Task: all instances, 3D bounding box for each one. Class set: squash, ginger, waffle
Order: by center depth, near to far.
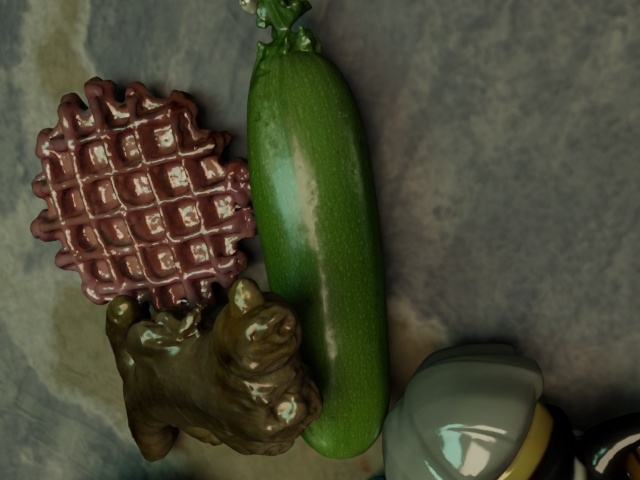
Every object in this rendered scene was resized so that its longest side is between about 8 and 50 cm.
[{"bbox_3d":[0.000,0.000,0.475,0.101,0.101,0.379,-5,98,18],"label":"squash"},{"bbox_3d":[-0.100,0.106,0.485,0.333,0.080,0.166,-20,98,52],"label":"ginger"},{"bbox_3d":[-0.167,-0.031,0.543,0.234,0.055,0.221,36,110,8],"label":"waffle"}]

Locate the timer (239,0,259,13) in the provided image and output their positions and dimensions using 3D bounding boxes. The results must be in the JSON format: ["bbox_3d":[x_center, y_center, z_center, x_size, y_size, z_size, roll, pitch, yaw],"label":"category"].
[{"bbox_3d":[0.022,-0.275,0.405,0.266,0.175,0.175,-14,97,38],"label":"timer"}]

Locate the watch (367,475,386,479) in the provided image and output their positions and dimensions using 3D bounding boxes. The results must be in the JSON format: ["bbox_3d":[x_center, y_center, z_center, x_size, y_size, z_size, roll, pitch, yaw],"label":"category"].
[{"bbox_3d":[0.032,0.309,0.496,0.171,0.196,0.200,39,89,-4],"label":"watch"}]

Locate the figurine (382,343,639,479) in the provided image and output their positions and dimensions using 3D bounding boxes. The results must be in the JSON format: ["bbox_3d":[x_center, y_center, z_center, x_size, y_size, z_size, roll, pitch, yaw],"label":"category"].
[{"bbox_3d":[0.164,0.173,0.441,0.236,0.133,0.176,29,113,8],"label":"figurine"}]
